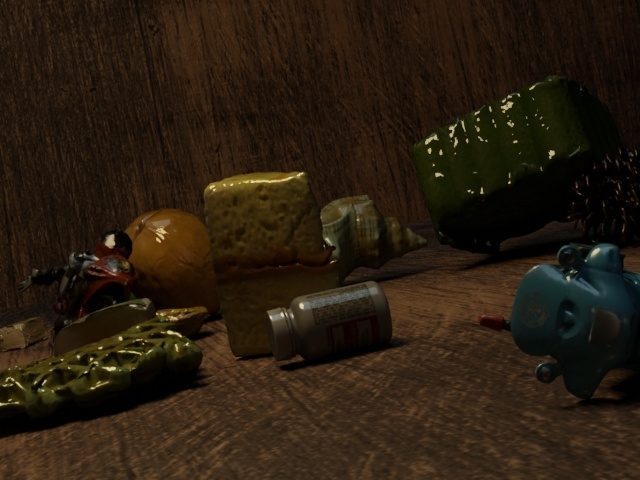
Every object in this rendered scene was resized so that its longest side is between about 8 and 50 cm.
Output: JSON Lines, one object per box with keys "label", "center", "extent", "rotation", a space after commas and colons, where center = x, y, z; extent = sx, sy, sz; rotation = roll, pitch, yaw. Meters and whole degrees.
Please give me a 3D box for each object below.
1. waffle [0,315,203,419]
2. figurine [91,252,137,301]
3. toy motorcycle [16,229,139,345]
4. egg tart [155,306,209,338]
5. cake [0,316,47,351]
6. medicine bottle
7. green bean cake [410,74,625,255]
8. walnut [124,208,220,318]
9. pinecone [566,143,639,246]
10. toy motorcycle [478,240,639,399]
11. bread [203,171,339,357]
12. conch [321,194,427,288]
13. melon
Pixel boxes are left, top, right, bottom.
{"label": "waffle", "center": [-0.293, 0.161, 1.452], "extent": [0.297, 0.073, 0.317], "rotation": [-13, 4, -16]}
{"label": "figurine", "center": [-0.404, 0.098, 2.503], "extent": [0.162, 0.143, 0.263], "rotation": [0, -7, 37]}
{"label": "toy motorcycle", "center": [-0.406, 0.089, 1.999], "extent": [0.134, 0.207, 0.401], "rotation": [16, -14, -29]}
{"label": "egg tart", "center": [-0.233, 0.135, 1.868], "extent": [0.130, 0.052, 0.130], "rotation": [-12, 2, 0]}
{"label": "cake", "center": [-0.583, 0.181, 2.317], "extent": [0.065, 0.052, 0.121], "rotation": [-13, 3, 13]}
{"label": "medicine bottle", "center": [0.009, 0.099, 1.395], "extent": [0.140, 0.079, 0.079], "rotation": [-12, 3, -11]}
{"label": "green bean cake", "center": [0.363, -0.125, 2.078], "extent": [0.319, 0.218, 0.335], "rotation": [-26, -16, 30]}
{"label": "walnut", "center": [-0.261, 0.049, 2.085], "extent": [0.193, 0.226, 0.193], "rotation": [-14, 43, 13]}
{"label": "pinecone", "center": [0.479, -0.063, 1.899], "extent": [0.165, 0.163, 0.163], "rotation": [-22, -1, 21]}
{"label": "toy motorcycle", "center": [0.242, 0.062, 0.992], "extent": [0.182, 0.124, 0.272], "rotation": [10, 4, -3]}
{"label": "bread", "center": [-0.036, 0.026, 1.521], "extent": [0.178, 0.240, 0.135], "rotation": [-6, 11, 26]}
{"label": "conch", "center": [0.004, 0.013, 2.129], "extent": [0.386, 0.169, 0.203], "rotation": [-12, -5, -10]}
{"label": "melon", "center": [-0.290, 0.139, 1.719], "extent": [0.202, 0.093, 0.139], "rotation": [-20, 1, 32]}
